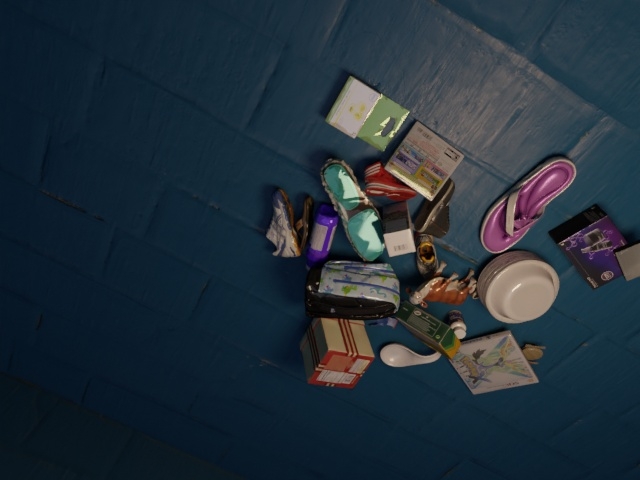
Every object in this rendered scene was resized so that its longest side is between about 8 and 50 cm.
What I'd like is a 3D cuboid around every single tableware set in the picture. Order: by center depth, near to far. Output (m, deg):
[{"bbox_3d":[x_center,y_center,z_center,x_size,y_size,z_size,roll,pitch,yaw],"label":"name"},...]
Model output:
[{"bbox_3d":[0.868,0.479,1.781,0.195,0.039,0.128,5,131,12],"label":"tableware set"}]

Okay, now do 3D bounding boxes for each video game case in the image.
[{"bbox_3d":[0.360,-0.274,1.413,0.213,0.023,0.193,33,100,-11],"label":"video game case"},{"bbox_3d":[0.758,0.553,1.808,0.300,0.036,0.328,-25,115,28],"label":"video game case"}]

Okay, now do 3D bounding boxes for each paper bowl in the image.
[{"bbox_3d":[0.764,0.192,1.548,0.285,0.148,0.283,-2,113,-4],"label":"paper bowl"}]

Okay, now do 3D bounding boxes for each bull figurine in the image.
[{"bbox_3d":[0.481,0.182,1.586,0.311,0.101,0.188,11,126,-36],"label":"bull figurine"}]

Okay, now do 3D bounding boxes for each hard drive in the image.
[{"bbox_3d":[1.097,0.068,1.418,0.094,0.022,0.135,-29,111,19],"label":"hard drive"}]

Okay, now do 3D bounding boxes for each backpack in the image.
[{"bbox_3d":[0.136,0.203,1.601,0.357,0.273,0.290,14,147,12],"label":"backpack"}]

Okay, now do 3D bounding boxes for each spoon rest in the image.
[{"bbox_3d":[0.410,0.516,1.839,0.277,0.084,0.137,-9,117,12],"label":"spoon rest"}]

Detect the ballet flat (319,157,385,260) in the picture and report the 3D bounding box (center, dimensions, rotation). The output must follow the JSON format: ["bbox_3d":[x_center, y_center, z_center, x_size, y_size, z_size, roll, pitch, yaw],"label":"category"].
[{"bbox_3d":[0.127,-0.123,1.495,0.147,0.147,0.408,-20,107,18],"label":"ballet flat"}]

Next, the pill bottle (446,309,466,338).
[{"bbox_3d":[0.573,0.354,1.704,0.067,0.120,0.066,3,119,5],"label":"pill bottle"}]

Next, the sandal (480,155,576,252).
[{"bbox_3d":[0.721,-0.113,1.436,0.170,0.102,0.416,26,119,-6],"label":"sandal"}]

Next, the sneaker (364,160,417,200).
[{"bbox_3d":[0.252,-0.221,1.455,0.222,0.127,0.087,7,161,-34],"label":"sneaker"}]

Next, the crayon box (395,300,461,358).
[{"bbox_3d":[0.445,0.371,1.641,0.083,0.203,0.323,-54,143,-9],"label":"crayon box"}]

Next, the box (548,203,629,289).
[{"bbox_3d":[0.999,0.028,1.479,0.184,0.103,0.261,-37,108,27],"label":"box"}]

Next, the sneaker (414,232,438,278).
[{"bbox_3d":[0.412,0.074,1.586,0.088,0.092,0.225,-13,121,14],"label":"sneaker"}]

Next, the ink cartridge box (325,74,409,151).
[{"bbox_3d":[0.158,-0.423,1.374,0.235,0.056,0.171,30,118,-6],"label":"ink cartridge box"}]

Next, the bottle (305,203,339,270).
[{"bbox_3d":[0.000,0.000,1.591,0.093,0.118,0.282,14,125,-2],"label":"bottle"}]

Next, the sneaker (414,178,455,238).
[{"bbox_3d":[0.448,-0.116,1.500,0.118,0.083,0.221,18,113,-26],"label":"sneaker"}]

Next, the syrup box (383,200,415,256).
[{"bbox_3d":[0.280,-0.047,1.458,0.093,0.236,0.096,-13,115,15],"label":"syrup box"}]

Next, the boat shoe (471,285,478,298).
[{"bbox_3d":[0.674,0.193,1.646,0.137,0.043,0.049,-34,107,22],"label":"boat shoe"}]

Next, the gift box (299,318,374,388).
[{"bbox_3d":[0.075,0.472,1.771,0.277,0.258,0.255,19,119,-25],"label":"gift box"}]

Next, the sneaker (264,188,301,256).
[{"bbox_3d":[-0.166,-0.056,1.589,0.131,0.111,0.296,-6,117,12],"label":"sneaker"}]

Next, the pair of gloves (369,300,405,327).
[{"bbox_3d":[0.277,0.309,1.779,0.160,0.023,0.198,16,119,1],"label":"pair of gloves"}]

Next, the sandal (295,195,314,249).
[{"bbox_3d":[-0.067,-0.071,1.581,0.060,0.090,0.219,11,121,13],"label":"sandal"}]
